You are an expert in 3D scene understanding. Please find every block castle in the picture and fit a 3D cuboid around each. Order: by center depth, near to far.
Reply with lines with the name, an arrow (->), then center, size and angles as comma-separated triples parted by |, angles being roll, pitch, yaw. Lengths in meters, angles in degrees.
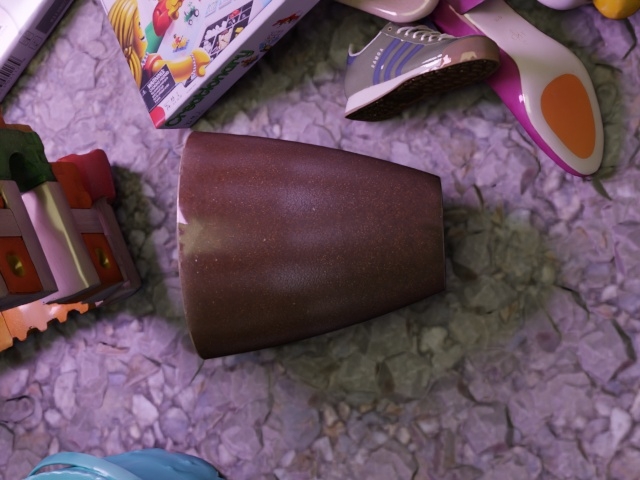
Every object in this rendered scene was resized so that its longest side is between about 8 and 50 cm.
block castle -> -0.389, 0.006, 1.132 | 0.303, 0.453, 0.213 | -24, 84, 16

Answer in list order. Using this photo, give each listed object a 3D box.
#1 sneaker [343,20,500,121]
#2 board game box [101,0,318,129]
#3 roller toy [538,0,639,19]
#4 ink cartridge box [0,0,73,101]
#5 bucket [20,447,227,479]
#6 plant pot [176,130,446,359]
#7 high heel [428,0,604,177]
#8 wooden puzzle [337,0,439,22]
sneaker -> 0.087, -0.179, 1.162 | 0.192, 0.064, 0.086 | -18, 71, 48
board game box -> -0.101, -0.271, 1.209 | 0.305, 0.053, 0.193 | -38, 70, 39
roller toy -> 0.233, -0.306, 1.078 | 0.146, 0.191, 0.209 | -19, 108, -7
ink cartridge box -> -0.407, -0.282, 1.384 | 0.232, 0.066, 0.189 | 39, 97, 15
bucket -> -0.200, 0.331, 1.163 | 0.281, 0.183, 0.281 | -2, 83, 17
plant pot -> 0.000, 0.000, 1.141 | 0.230, 0.215, 0.215 | -2, 82, 5
high heel -> 0.179, -0.160, 1.173 | 0.082, 0.117, 0.244 | -37, 93, -20
wooden puzzle -> 0.018, -0.418, 1.168 | 0.322, 0.080, 0.348 | 27, 121, 35
